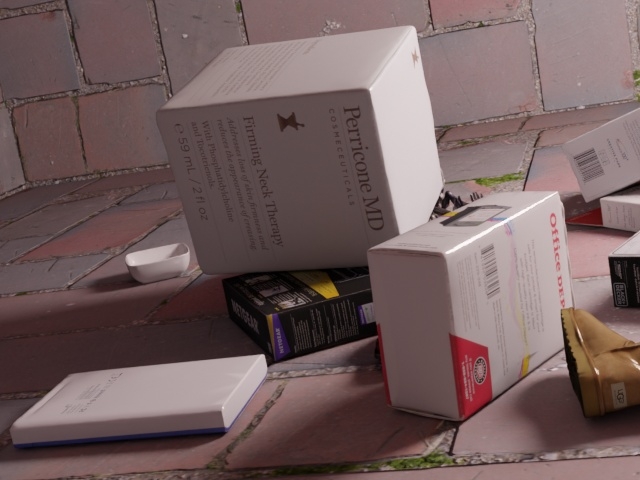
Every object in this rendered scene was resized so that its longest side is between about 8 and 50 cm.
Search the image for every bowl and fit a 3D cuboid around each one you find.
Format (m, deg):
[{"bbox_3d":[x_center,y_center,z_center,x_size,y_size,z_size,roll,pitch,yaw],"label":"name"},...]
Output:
[{"bbox_3d":[-0.356,0.053,2.431,0.141,0.053,0.142,-13,12,-10],"label":"bowl"}]

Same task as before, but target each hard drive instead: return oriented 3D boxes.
[{"bbox_3d":[-0.257,0.232,1.599,0.318,0.040,0.210,-7,13,15],"label":"hard drive"}]

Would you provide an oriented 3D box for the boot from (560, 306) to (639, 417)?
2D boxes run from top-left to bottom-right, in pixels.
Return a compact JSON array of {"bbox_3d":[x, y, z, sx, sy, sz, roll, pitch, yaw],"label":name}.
[{"bbox_3d":[0.444,0.140,1.361,0.269,0.089,0.236,-9,23,7],"label":"boot"}]

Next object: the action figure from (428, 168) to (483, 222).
[{"bbox_3d":[0.220,-0.086,2.389,0.275,0.141,0.164,7,23,44],"label":"action figure"}]

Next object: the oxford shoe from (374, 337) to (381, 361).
[{"bbox_3d":[0.126,0.119,1.667,0.082,0.096,0.227,-4,16,18],"label":"oxford shoe"}]

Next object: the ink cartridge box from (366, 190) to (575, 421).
[{"bbox_3d":[0.211,0.077,1.484,0.131,0.226,0.306,2,16,39],"label":"ink cartridge box"}]

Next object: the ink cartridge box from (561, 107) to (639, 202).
[{"bbox_3d":[0.676,-0.196,2.228,0.271,0.130,0.309,-25,-7,29],"label":"ink cartridge box"}]

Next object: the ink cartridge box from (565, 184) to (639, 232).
[{"bbox_3d":[0.670,-0.089,2.206,0.296,0.066,0.261,-18,15,-29],"label":"ink cartridge box"}]

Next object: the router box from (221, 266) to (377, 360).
[{"bbox_3d":[-0.013,0.101,1.881,0.242,0.081,0.309,-14,13,-15],"label":"router box"}]

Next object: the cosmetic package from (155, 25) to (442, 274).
[{"bbox_3d":[-0.022,-0.162,1.972,0.393,0.330,0.327,-4,27,21],"label":"cosmetic package"}]

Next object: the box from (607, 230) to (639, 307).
[{"bbox_3d":[0.601,0.039,1.649,0.289,0.087,0.169,1,17,39],"label":"box"}]
